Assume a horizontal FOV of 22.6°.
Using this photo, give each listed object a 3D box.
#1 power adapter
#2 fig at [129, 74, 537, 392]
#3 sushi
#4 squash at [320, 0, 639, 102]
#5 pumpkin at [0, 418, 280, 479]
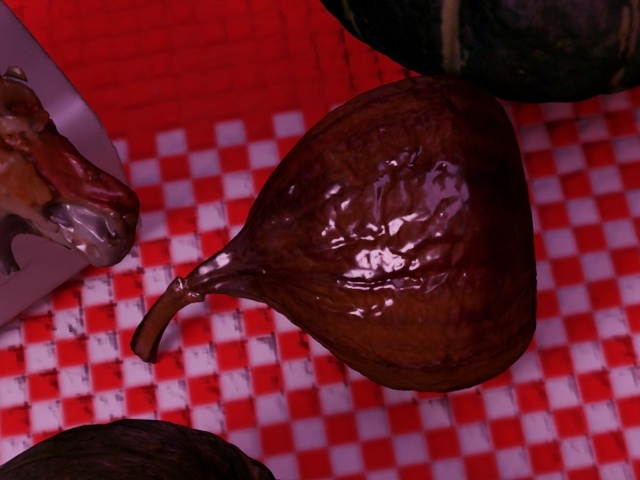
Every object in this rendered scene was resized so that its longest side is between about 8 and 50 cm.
[{"bbox_3d":[-0.208,-0.011,0.763,0.205,0.125,0.130,-35,68,-12],"label":"power adapter"},{"bbox_3d":[0.000,0.000,0.753,0.201,0.134,0.146,-6,54,10],"label":"fig"},{"bbox_3d":[-0.178,-0.047,0.655,0.226,0.097,0.103,26,74,13],"label":"sushi"},{"bbox_3d":[0.105,-0.183,0.798,0.252,0.165,0.252,1,51,-1],"label":"squash"},{"bbox_3d":[-0.050,0.167,0.622,0.223,0.223,0.157,44,103,20],"label":"pumpkin"}]
